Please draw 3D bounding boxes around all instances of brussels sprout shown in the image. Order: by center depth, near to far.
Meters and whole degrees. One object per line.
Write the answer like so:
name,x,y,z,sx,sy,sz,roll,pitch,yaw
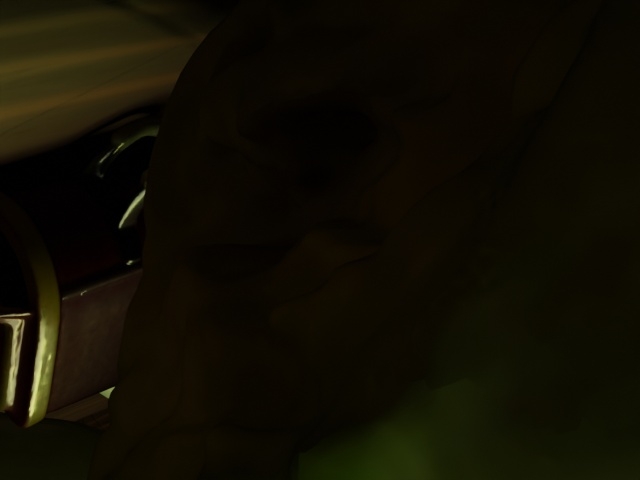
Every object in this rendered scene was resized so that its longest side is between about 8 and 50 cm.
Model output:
brussels sprout,0.093,0.000,0.479,0.344,0.268,0.344,-3,-176,0

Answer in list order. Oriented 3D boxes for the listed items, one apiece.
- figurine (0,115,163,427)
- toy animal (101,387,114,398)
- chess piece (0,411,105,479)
figurine,-0.079,0.000,0.694,0.154,0.082,0.098,-20,155,-39
toy animal,-0.053,0.067,1.061,0.138,0.179,0.166,-40,180,14
chess piece,-0.053,0.149,0.770,0.442,0.234,0.234,-7,176,0
